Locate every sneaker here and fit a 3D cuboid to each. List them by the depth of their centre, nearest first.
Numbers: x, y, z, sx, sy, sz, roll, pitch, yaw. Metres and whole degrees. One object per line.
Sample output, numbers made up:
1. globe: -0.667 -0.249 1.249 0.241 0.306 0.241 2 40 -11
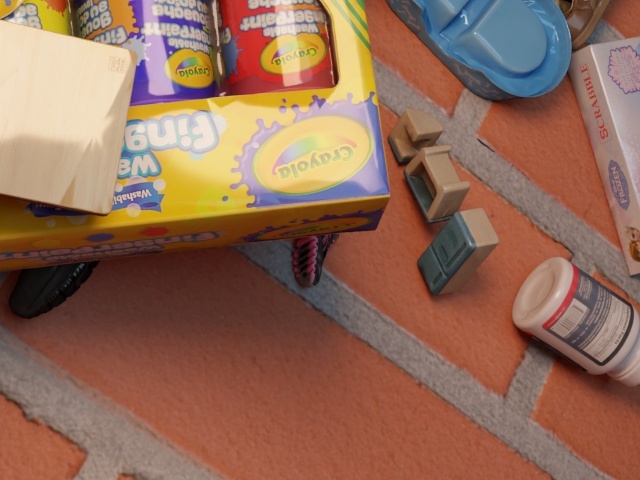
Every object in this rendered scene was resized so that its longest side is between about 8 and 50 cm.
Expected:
1. sneaker: -0.274 -0.048 1.642 0.130 0.109 0.286 29 74 -3
2. sneaker: 0.000 0.000 1.809 0.057 0.047 0.119 14 73 -36
3. sneaker: 0.367 -0.353 2.067 0.071 0.066 0.188 34 64 -15

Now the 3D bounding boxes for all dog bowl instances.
1. dog bowl: 0.197 -0.304 1.964 0.297 0.074 0.166 44 62 -11

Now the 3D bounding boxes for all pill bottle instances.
1. pill bottle: 0.346 0.110 1.919 0.180 0.108 0.108 33 65 -17

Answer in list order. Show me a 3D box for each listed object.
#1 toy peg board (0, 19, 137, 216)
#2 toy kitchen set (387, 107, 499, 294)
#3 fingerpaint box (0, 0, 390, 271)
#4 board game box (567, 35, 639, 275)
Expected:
1. toy peg board: -0.270 -0.111 1.413 0.161 0.079 0.161 11 79 -16
2. toy kitchen set: 0.087 -0.040 1.840 0.166 0.122 0.207 -10 62 -28
3. fingerpaint box: -0.174 -0.178 1.545 0.445 0.163 0.371 -6 78 -5
4. board game box: 0.524 -0.138 2.095 0.318 0.066 0.318 -14 84 -29
